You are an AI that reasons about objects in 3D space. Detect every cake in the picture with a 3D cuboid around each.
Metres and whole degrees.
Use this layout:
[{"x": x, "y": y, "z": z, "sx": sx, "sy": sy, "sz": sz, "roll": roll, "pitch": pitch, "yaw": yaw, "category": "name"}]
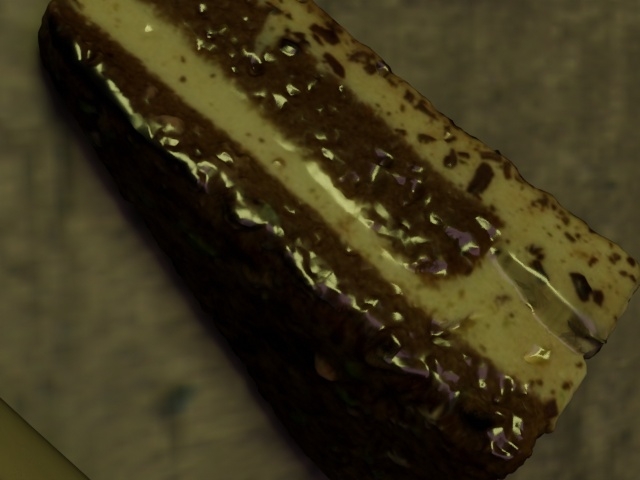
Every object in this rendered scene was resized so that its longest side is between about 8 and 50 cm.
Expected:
[{"x": -0.010, "y": -0.005, "z": 0.465, "sx": 0.246, "sy": 0.135, "sz": 0.112, "roll": 41, "pitch": 59, "yaw": 4, "category": "cake"}]

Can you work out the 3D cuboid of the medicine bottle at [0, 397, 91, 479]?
[{"x": -0.121, "y": 0.116, "z": 0.368, "sx": 0.114, "sy": 0.114, "sz": 0.252, "roll": -49, "pitch": 116, "yaw": -18, "category": "medicine bottle"}]
